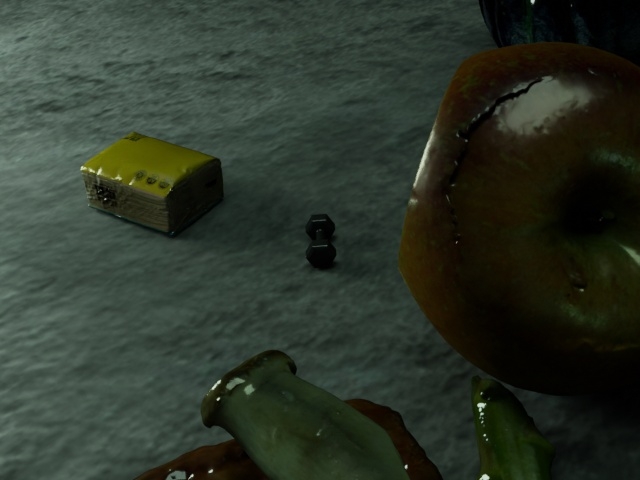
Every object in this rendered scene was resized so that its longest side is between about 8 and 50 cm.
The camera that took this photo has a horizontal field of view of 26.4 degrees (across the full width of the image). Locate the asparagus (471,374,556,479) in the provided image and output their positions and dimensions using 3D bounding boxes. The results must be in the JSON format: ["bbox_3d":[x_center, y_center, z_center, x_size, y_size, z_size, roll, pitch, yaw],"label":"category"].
[{"bbox_3d":[0.195,0.248,1.348,0.085,0.082,0.343,10,29,-6],"label":"asparagus"}]

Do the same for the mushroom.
[{"bbox_3d":[0.022,0.200,1.167,0.107,0.087,0.333,-29,41,-27],"label":"mushroom"}]

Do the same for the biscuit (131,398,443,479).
[{"bbox_3d":[-0.018,0.324,1.211,0.343,0.166,0.395,-17,35,-16],"label":"biscuit"}]

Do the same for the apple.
[{"bbox_3d":[0.249,-0.028,1.460,0.374,0.384,0.374,-25,7,3],"label":"apple"}]

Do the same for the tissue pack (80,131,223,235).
[{"bbox_3d":[-0.234,-0.084,1.905,0.169,0.082,0.120,18,42,33],"label":"tissue pack"}]

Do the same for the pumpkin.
[{"bbox_3d":[0.413,-0.400,2.061,0.364,0.266,0.363,-9,32,6],"label":"pumpkin"}]

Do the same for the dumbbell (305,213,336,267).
[{"bbox_3d":[0.000,0.000,1.776,0.036,0.040,0.083,21,32,-15],"label":"dumbbell"}]
